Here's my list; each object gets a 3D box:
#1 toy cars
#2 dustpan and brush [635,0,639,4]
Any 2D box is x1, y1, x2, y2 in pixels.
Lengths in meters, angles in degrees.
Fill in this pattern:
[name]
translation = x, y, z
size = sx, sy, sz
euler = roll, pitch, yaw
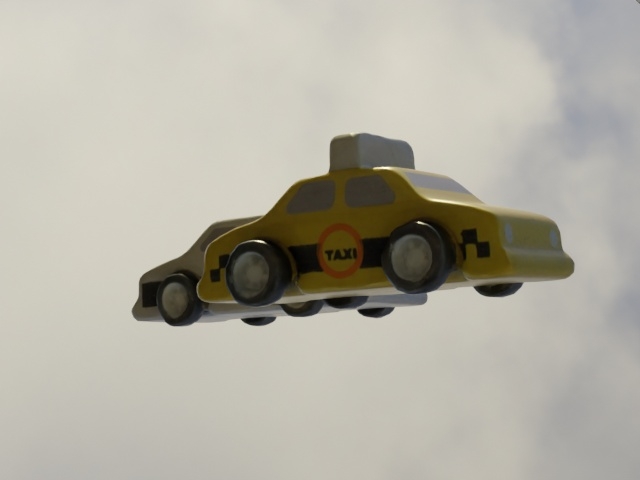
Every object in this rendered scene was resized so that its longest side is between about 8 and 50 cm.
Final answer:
[toy cars]
translation = 0.000, 0.000, 0.847
size = 0.393, 0.176, 0.087
euler = 160, -72, -72
[dustpan and brush]
translation = 0.136, -0.018, 0.315
size = 0.211, 0.147, 0.060
euler = 29, -76, 32
